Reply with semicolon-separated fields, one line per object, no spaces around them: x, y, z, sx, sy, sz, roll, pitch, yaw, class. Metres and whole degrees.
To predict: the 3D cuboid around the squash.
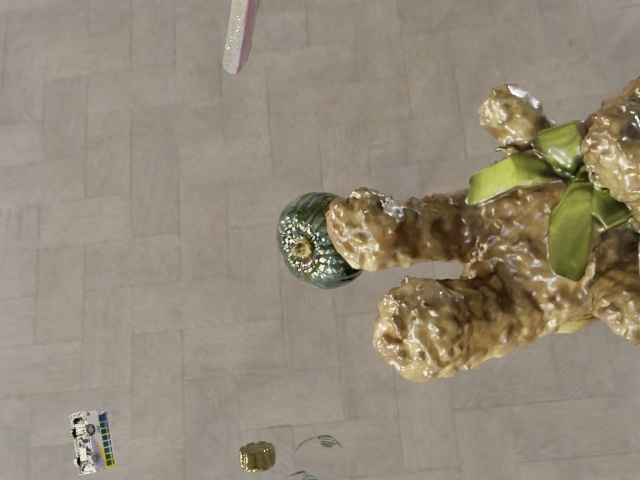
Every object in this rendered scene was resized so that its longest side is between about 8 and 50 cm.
0.004;0.000;1.650;0.172;0.218;0.218;-30;70;-20;squash

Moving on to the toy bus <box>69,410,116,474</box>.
-0.385;0.339;1.313;0.052;0.058;0.102;-20;77;32;toy bus

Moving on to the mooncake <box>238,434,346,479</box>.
-0.050;0.272;0.948;0.150;0.347;0.057;-14;80;-36;mooncake

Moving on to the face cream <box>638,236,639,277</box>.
0.322;0.008;0.412;0.283;0.073;0.073;-5;66;42;face cream

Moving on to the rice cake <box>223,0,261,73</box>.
-0.114;-0.320;1.123;0.036;0.207;0.047;22;59;-2;rice cake

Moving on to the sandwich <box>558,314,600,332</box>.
0.383;0.003;1.225;0.249;0.095;0.273;-20;59;-15;sandwich

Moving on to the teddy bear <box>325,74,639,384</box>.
0.182;-0.024;0.606;0.296;0.222;0.246;-5;53;-26;teddy bear
